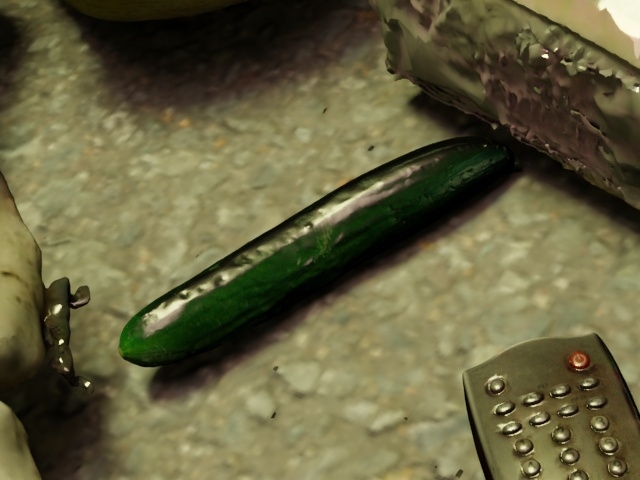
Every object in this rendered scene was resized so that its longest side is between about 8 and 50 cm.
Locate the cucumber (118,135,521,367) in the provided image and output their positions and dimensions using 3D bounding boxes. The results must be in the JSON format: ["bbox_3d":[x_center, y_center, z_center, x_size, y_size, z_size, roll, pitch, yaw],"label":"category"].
[{"bbox_3d":[0.000,0.000,0.541,0.184,0.033,0.036,-31,33,-14],"label":"cucumber"}]

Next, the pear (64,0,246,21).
[{"bbox_3d":[-0.066,-0.216,0.642,0.211,0.188,0.228,-24,46,-7],"label":"pear"}]

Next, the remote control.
[{"bbox_3d":[0.095,0.116,0.417,0.059,0.028,0.212,-18,47,5],"label":"remote control"}]

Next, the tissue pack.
[{"bbox_3d":[0.173,-0.133,0.546,0.257,0.123,0.215,-38,50,-20],"label":"tissue pack"}]

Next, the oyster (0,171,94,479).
[{"bbox_3d":[-0.149,0.074,0.422,0.198,0.133,0.336,-11,53,20],"label":"oyster"}]
